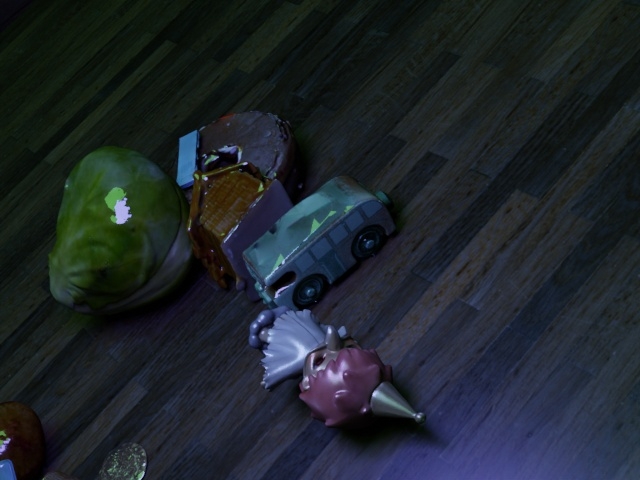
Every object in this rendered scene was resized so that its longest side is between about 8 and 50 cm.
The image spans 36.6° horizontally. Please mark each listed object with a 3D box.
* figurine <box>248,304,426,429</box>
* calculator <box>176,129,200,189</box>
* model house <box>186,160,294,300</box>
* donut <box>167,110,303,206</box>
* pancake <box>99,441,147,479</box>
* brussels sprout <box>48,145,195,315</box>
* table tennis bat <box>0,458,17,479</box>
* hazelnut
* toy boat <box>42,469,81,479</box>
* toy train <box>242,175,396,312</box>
[{"bbox_3d":[0.021,0.223,1.662,0.207,0.166,0.387,-12,25,-34],"label":"figurine"},{"bbox_3d":[-0.293,-0.179,2.157,0.057,0.018,0.172,-22,45,16],"label":"calculator"},{"bbox_3d":[-0.171,-0.031,2.003,0.219,0.199,0.229,-41,43,-12],"label":"model house"},{"bbox_3d":[-0.190,-0.167,2.186,0.344,0.136,0.259,-10,46,25],"label":"donut"},{"bbox_3d":[-0.379,0.438,1.856,0.114,0.011,0.115,-18,45,19],"label":"pancake"},{"bbox_3d":[-0.424,-0.004,2.051,0.314,0.276,0.371,30,111,20],"label":"brussels sprout"},{"bbox_3d":[-0.550,0.518,1.782,0.149,0.038,0.237,-22,78,-20],"label":"table tennis bat"},{"bbox_3d":[-0.639,0.424,1.943,0.177,0.178,0.204,-13,42,24],"label":"hazelnut"},{"bbox_3d":[-0.448,0.482,1.807,0.225,0.088,0.068,7,57,39],"label":"toy boat"},{"bbox_3d":[0.000,0.000,1.891,0.326,0.159,0.129,-39,44,-5],"label":"toy train"}]
